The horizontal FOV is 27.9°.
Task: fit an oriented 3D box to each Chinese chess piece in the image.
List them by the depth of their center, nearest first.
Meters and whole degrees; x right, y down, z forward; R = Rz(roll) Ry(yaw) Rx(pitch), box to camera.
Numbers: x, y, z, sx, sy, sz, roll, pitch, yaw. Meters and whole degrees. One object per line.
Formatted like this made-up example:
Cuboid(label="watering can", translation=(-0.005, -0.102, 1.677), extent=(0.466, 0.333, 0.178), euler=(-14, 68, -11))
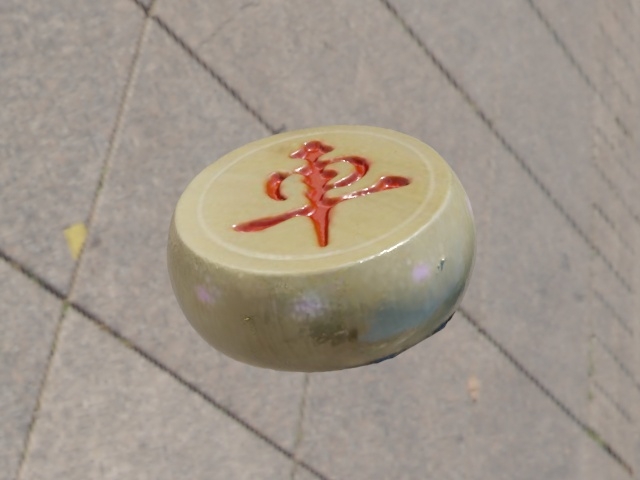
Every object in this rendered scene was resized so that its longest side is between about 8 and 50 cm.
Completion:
Cuboid(label="Chinese chess piece", translation=(0.000, 0.000, 1.041), extent=(0.251, 0.251, 0.097), euler=(-56, 145, -49))
